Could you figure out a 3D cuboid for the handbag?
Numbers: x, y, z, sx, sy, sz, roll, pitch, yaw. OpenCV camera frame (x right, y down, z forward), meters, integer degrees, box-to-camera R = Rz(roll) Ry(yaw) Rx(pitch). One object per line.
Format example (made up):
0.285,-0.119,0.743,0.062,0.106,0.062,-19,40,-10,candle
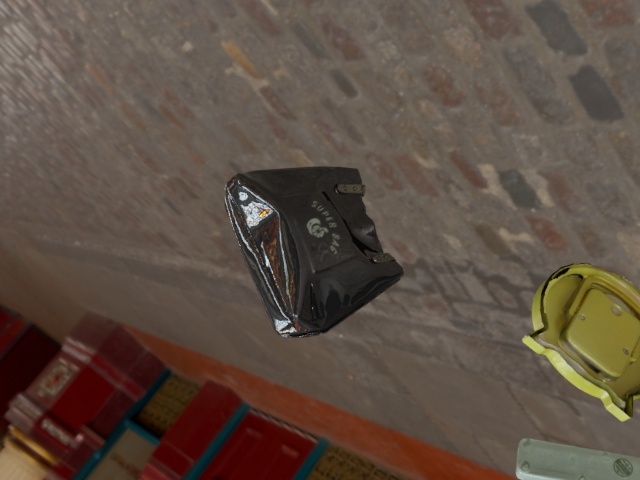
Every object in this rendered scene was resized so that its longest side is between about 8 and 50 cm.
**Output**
0.000,0.000,1.468,0.152,0.288,0.342,-41,69,58,handbag

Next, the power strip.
0.654,0.539,1.767,0.386,0.091,0.062,7,148,12,power strip

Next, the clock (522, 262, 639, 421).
0.528,0.180,1.455,0.277,0.293,0.071,44,144,11,clock
